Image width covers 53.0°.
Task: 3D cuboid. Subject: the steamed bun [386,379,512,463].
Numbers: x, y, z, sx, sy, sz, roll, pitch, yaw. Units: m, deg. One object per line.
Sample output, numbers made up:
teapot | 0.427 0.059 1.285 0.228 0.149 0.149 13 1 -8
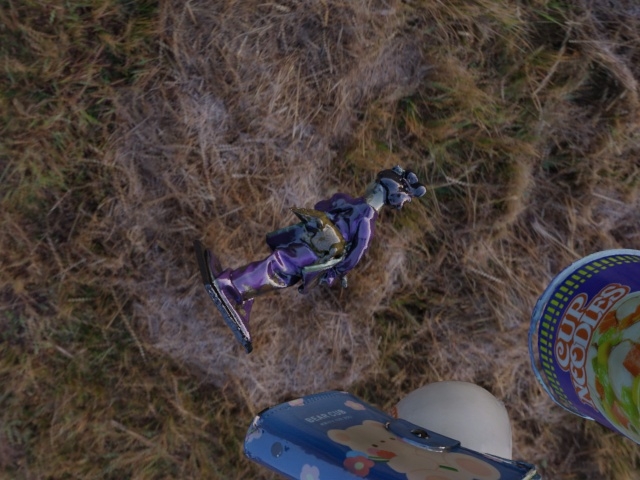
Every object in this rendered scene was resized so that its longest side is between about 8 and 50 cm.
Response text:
steamed bun | 0.119 0.266 0.710 0.145 0.232 0.231 11 116 9

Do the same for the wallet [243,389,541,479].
wallet | 0.059 0.183 0.510 0.202 0.141 0.059 13 96 35

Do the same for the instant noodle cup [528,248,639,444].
instant noodle cup | 0.462 0.164 0.835 0.284 0.312 0.284 0 96 -2

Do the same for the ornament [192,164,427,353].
ornament | -0.005 -0.002 0.552 0.203 0.081 0.088 -34 123 -7
